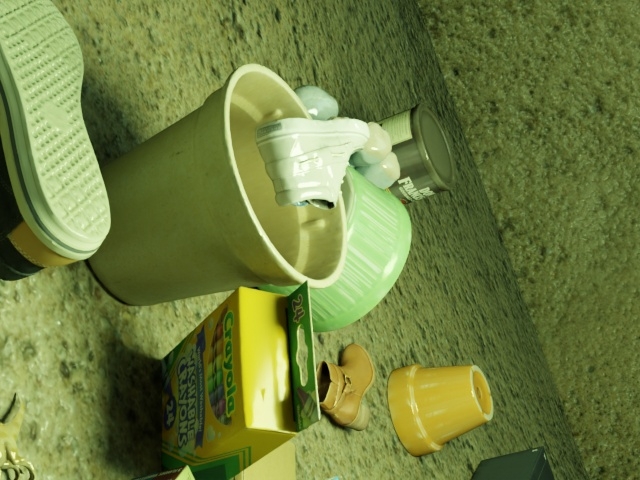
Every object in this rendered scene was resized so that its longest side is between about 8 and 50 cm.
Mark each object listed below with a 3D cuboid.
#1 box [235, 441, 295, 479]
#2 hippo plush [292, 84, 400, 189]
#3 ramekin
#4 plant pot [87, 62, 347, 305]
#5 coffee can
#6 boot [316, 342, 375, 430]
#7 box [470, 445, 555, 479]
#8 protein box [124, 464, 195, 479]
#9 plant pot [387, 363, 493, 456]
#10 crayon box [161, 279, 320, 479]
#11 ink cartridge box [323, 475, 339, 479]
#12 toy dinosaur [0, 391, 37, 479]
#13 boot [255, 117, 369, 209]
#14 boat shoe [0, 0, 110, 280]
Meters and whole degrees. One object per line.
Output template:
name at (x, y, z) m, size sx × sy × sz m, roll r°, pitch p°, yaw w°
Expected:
box at (-0.089, 0.407, 1.718) m, size 0.164 × 0.021 × 0.201 m, roll 44°, pitch 35°, yaw -47°
hippo plush at (0.026, -0.189, 2.102) m, size 0.294 × 0.234 × 0.236 m, roll 78°, pitch -1°, yaw -48°
ramekin at (0.000, 0.000, 1.890) m, size 0.148 × 0.303 × 0.303 m, roll 39°, pitch 38°, yaw -38°
plant pot at (-0.172, -0.050, 1.526) m, size 0.334 × 0.305 × 0.334 m, roll 46°, pitch 34°, yaw -45°
coffee can at (0.139, -0.166, 2.329) m, size 0.201 × 0.275 × 0.201 m, roll 45°, pitch 34°, yaw -44°
boot at (0.042, 0.266, 2.052) m, size 0.152 × 0.073 × 0.197 m, roll 40°, pitch 35°, yaw -43°
box at (0.488, 0.722, 2.543) m, size 0.343 × 0.179 × 0.312 m, roll -26°, pitch 98°, yaw -67°
protein box at (-0.217, 0.425, 1.281) m, size 0.201 × 0.136 × 0.200 m, roll 66°, pitch 25°, yaw -11°
plant pot at (0.279, 0.366, 2.342) m, size 0.205 × 0.188 × 0.205 m, roll 46°, pitch 34°, yaw -44°
crayon box at (-0.123, 0.203, 1.433) m, size 0.083 × 0.323 × 0.203 m, roll 13°, pitch 56°, yaw -29°
ink cartridge box at (0.025, 0.481, 1.902) m, size 0.048 × 0.028 × 0.083 m, roll -24°, pitch 95°, yaw -66°
toy dinosaur at (-0.365, 0.243, 1.201) m, size 0.093 × 0.053 × 0.183 m, roll 64°, pitch 24°, yaw -11°
boot at (-0.001, -0.103, 1.463) m, size 0.258 × 0.095 × 0.123 m, roll -10°, pitch 88°, yaw -58°
boat shoe at (-0.396, -0.166, 1.331) m, size 0.187 × 0.156 × 0.500 m, roll 27°, pitch 37°, yaw -51°
